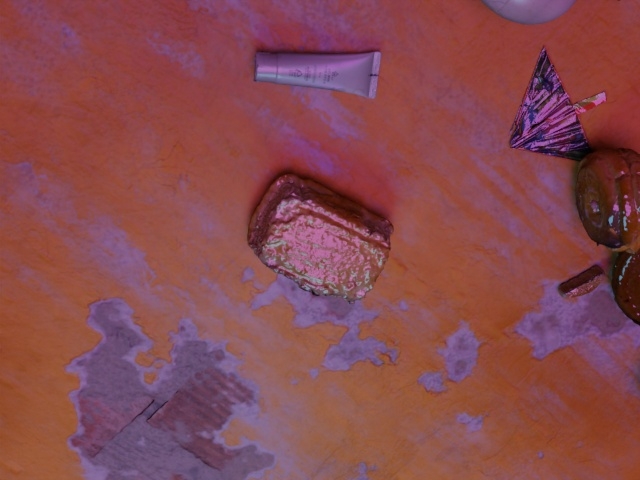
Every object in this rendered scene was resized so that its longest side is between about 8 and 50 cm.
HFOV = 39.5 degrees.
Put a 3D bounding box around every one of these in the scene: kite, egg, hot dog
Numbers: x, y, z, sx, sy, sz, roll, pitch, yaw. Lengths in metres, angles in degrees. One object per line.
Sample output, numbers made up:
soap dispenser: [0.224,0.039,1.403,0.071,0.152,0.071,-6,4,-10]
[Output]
kite: [0.399,-0.213,1.512,0.183,0.014,0.241,-25,113,6]
egg: [0.295,-0.414,1.336,0.209,0.151,0.151,29,109,-12]
hot dog: [0.485,0.083,1.647,0.090,0.030,0.034,-31,122,10]

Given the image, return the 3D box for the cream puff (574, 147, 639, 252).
cream puff: [0.514,-0.068,1.501,0.129,0.189,0.189,-14,115,-3]

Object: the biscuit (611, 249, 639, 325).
biscuit: [0.672,0.051,1.608,0.296,0.075,0.296,2,124,2]

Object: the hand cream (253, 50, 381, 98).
hand cream: [-0.005,-0.273,1.435,0.204,0.050,0.078,2,112,-11]

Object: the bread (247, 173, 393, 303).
bread: [0.000,0.000,1.520,0.245,0.121,0.174,24,102,-10]
